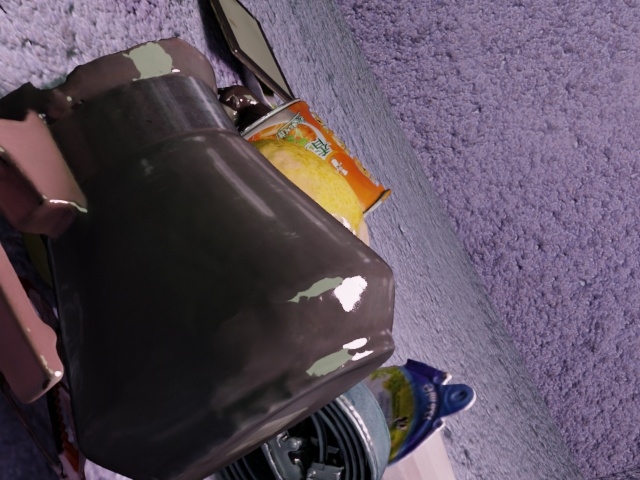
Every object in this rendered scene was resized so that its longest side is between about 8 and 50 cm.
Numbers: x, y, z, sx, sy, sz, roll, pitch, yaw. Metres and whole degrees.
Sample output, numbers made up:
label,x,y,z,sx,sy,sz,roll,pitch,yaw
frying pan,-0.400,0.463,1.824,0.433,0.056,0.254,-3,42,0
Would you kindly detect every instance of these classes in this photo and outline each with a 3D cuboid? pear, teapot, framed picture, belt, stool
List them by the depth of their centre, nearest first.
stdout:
label,x,y,z,sx,sy,sz,roll,pitch,yaw
teapot,-0.146,0.015,0.666,0.362,0.305,0.376,56,26,15
pear,-0.063,0.004,0.956,0.271,0.271,0.271,50,24,-33
belt,-0.034,0.242,0.966,0.267,0.206,0.116,55,21,1
stool,-0.121,-0.202,1.415,0.217,0.121,0.125,31,9,-6
framed picture,-0.164,-0.457,1.689,0.265,0.016,0.347,34,27,-53

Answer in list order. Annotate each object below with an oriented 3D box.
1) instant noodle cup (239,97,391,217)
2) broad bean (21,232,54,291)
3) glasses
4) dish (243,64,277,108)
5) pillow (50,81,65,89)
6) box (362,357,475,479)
label,x,y,z,sx,sy,sz,roll,pitch,yaw
instant noodle cup,-0.059,-0.079,1.226,0.214,0.296,0.296,53,21,-2
broad bean,-0.267,-0.041,0.893,0.189,0.121,0.263,21,59,-50
glasses,-0.274,0.149,0.714,0.162,0.095,0.255,87,-15,-68
dish,-0.137,-0.333,1.642,0.091,0.039,0.137,26,40,-60
pillow,-0.288,-0.128,1.031,0.203,0.038,0.113,57,22,-18
box,0.122,0.336,1.164,0.262,0.291,0.206,-79,149,-63
